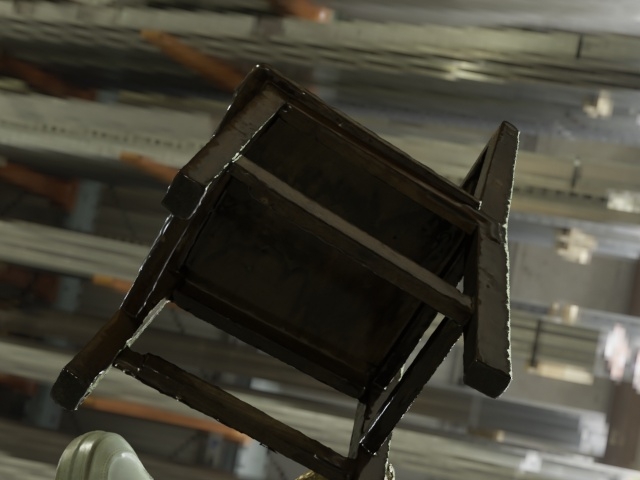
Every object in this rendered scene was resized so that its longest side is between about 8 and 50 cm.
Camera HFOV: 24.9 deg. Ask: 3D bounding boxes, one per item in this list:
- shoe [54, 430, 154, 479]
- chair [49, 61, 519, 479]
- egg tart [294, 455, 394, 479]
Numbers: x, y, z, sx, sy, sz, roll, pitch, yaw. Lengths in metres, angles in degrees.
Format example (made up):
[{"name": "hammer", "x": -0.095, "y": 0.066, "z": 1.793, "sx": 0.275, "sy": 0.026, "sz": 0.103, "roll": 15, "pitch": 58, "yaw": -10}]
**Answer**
[{"name": "shoe", "x": -0.116, "y": 0.304, "z": 1.262, "sx": 0.159, "sy": 0.316, "sz": 0.124, "roll": -22, "pitch": -7, "yaw": 25}, {"name": "chair", "x": 0.000, "y": 0.000, "z": 1.069, "sx": 0.240, "sy": 0.203, "sz": 0.416, "roll": 28, "pitch": 26, "yaw": -6}, {"name": "egg tart", "x": 0.006, "y": 0.218, "z": 1.135, "sx": 0.128, "sy": 0.129, "sz": 0.049, "roll": 18, "pitch": 32, "yaw": -50}]
